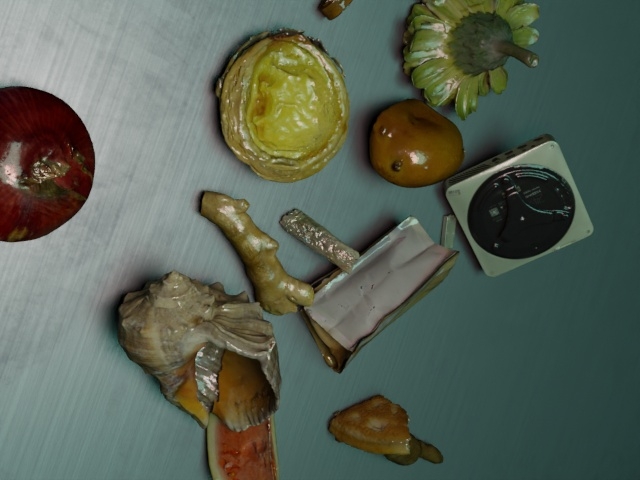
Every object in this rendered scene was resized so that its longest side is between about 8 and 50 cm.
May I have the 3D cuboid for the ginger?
[{"bbox_3d":[-0.127,0.026,1.541,0.118,0.065,0.299,-25,116,23],"label":"ginger"}]

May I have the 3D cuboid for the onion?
[{"bbox_3d":[-0.464,-0.119,1.273,0.248,0.161,0.248,3,82,-19],"label":"onion"}]

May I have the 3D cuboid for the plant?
[{"bbox_3d":[0.304,-0.411,1.663,0.261,0.297,0.306,42,93,0],"label":"plant"}]

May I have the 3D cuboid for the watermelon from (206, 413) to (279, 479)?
[{"bbox_3d":[-0.119,0.391,1.593,0.128,0.159,0.304,-2,86,-54],"label":"watermelon"}]

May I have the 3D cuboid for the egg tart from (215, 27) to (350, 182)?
[{"bbox_3d":[-0.071,-0.246,1.521,0.278,0.095,0.279,-3,96,-30],"label":"egg tart"}]

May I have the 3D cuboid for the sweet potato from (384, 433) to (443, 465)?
[{"bbox_3d":[0.194,0.465,1.839,0.269,0.074,0.075,27,85,-49],"label":"sweet potato"}]

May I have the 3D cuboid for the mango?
[{"bbox_3d":[0.203,-0.186,1.668,0.236,0.166,0.136,-32,160,-44],"label":"mango"}]

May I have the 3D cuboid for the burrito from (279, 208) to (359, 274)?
[{"bbox_3d":[0.000,0.000,1.608,0.171,0.042,0.051,36,84,4],"label":"burrito"}]

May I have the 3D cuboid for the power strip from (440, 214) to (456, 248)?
[{"bbox_3d":[0.282,-0.017,1.824,0.027,0.017,0.083,3,98,-31],"label":"power strip"}]

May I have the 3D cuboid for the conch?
[{"bbox_3d":[-0.185,0.182,1.448,0.210,0.297,0.352,-63,152,-30],"label":"conch"}]

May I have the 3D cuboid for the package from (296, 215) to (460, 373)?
[{"bbox_3d":[0.107,0.097,1.684,0.311,0.221,0.165,-39,78,-17],"label":"package"}]

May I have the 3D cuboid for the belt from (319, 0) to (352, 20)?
[{"bbox_3d":[0.033,-0.458,1.558,0.083,0.059,0.036,-49,120,-1],"label":"belt"}]

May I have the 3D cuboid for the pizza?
[{"bbox_3d":[0.114,0.387,1.749,0.161,0.182,0.063,-67,151,-52],"label":"pizza"}]

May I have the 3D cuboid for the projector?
[{"bbox_3d":[0.434,-0.068,1.801,0.257,0.079,0.259,-25,116,13],"label":"projector"}]
